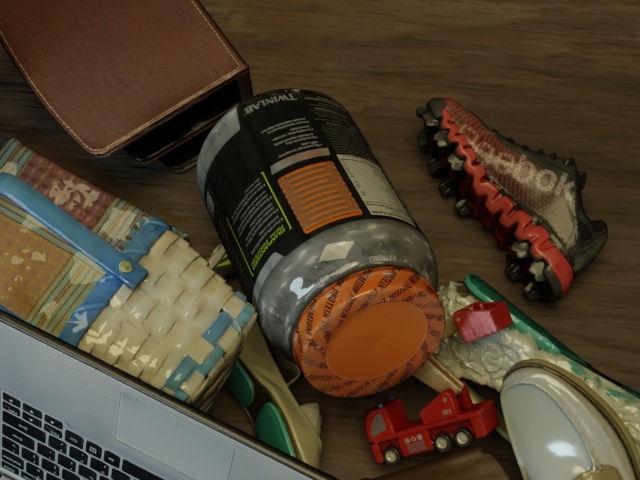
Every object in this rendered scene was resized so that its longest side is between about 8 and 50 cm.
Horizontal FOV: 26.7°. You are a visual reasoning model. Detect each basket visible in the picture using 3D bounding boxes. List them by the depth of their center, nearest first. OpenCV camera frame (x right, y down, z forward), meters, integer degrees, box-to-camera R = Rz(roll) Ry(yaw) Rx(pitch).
[{"bbox_3d":[-0.225,0.075,1.354,0.289,0.255,0.201,35,57,8],"label":"basket"}]

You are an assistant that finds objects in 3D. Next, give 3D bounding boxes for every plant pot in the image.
[{"bbox_3d":[0.110,0.295,1.357,0.165,0.167,0.167,-19,68,-17],"label":"plant pot"}]

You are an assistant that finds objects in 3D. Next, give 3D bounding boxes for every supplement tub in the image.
[{"bbox_3d":[0.000,0.000,1.407,0.194,0.193,0.316,-19,46,-8],"label":"supplement tub"}]

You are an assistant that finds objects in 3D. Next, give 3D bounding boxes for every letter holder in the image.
[{"bbox_3d":[-0.246,-0.221,1.575,0.214,0.152,0.302,-32,70,-11],"label":"letter holder"}]

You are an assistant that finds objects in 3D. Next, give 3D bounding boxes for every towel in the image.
[{"bbox_3d":[-0.352,0.082,1.504,0.271,0.040,0.370,28,69,11],"label":"towel"}]

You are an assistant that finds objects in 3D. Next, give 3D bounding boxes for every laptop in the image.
[{"bbox_3d":[-0.216,0.337,1.256,0.382,0.408,0.236,25,47,9],"label":"laptop"}]

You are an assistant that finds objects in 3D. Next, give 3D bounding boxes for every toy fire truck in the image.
[{"bbox_3d":[0.121,0.149,1.400,0.192,0.047,0.135,-20,90,30],"label":"toy fire truck"}]

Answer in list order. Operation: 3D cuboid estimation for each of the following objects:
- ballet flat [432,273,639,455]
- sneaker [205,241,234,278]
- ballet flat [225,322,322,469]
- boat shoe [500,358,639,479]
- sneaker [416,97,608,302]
[{"bbox_3d":[0.281,0.189,1.429,0.409,0.147,0.147,33,71,16],"label":"ballet flat"},{"bbox_3d":[-0.108,0.023,1.538,0.035,0.031,0.083,48,65,-11],"label":"sneaker"},{"bbox_3d":[-0.045,0.172,1.449,0.086,0.086,0.248,-26,68,-11],"label":"ballet flat"},{"bbox_3d":[0.262,0.262,1.331,0.103,0.113,0.302,-33,92,-48],"label":"boat shoe"},{"bbox_3d":[0.223,-0.066,1.538,0.135,0.097,0.276,-33,73,-13],"label":"sneaker"}]
